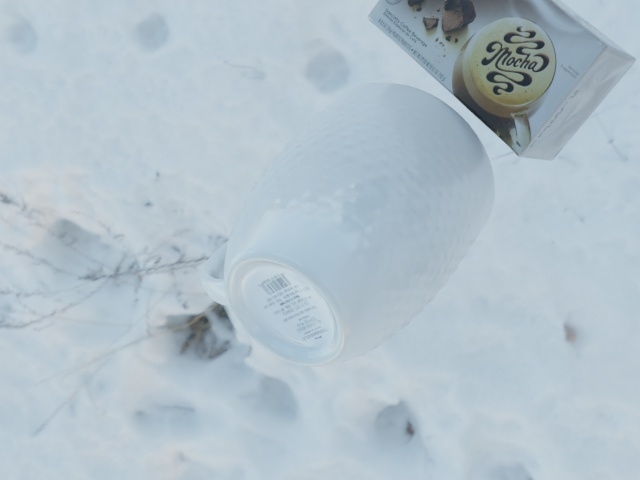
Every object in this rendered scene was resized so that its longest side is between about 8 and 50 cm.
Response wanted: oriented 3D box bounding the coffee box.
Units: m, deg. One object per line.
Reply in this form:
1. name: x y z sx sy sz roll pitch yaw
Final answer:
1. coffee box: 0.226 -0.262 1.178 0.297 0.118 0.168 49 117 25

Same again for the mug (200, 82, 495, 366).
1. mug: 0.000 0.000 1.194 0.374 0.328 0.276 -11 117 41
